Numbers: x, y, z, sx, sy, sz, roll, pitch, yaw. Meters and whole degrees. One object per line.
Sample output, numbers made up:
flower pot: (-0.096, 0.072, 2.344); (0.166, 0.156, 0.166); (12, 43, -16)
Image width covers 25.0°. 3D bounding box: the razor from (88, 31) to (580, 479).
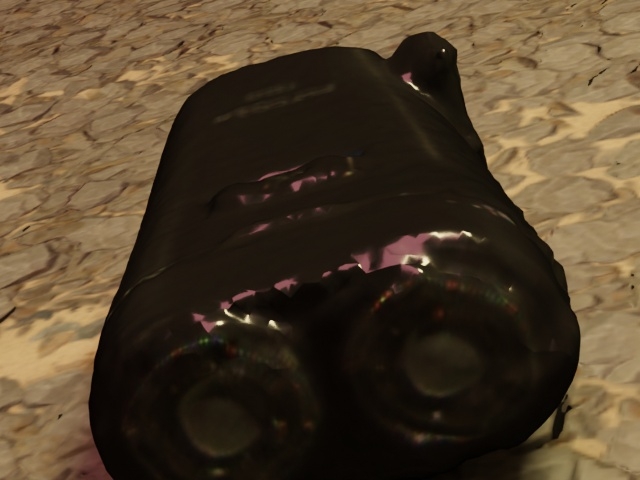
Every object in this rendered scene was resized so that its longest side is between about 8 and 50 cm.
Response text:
razor: (0.001, 0.003, 0.643); (0.189, 0.107, 0.327); (-14, 22, 4)
